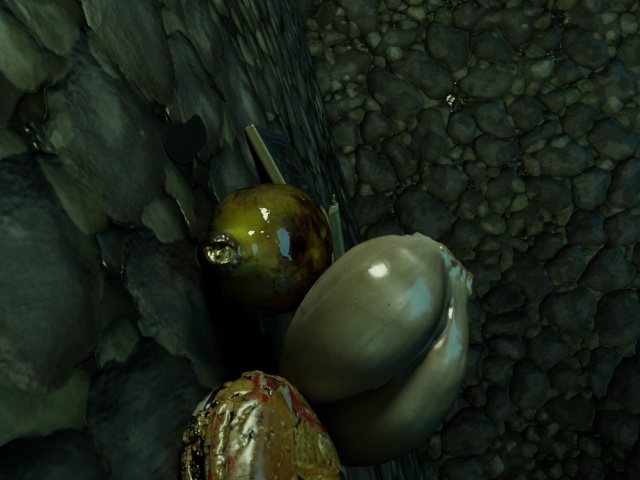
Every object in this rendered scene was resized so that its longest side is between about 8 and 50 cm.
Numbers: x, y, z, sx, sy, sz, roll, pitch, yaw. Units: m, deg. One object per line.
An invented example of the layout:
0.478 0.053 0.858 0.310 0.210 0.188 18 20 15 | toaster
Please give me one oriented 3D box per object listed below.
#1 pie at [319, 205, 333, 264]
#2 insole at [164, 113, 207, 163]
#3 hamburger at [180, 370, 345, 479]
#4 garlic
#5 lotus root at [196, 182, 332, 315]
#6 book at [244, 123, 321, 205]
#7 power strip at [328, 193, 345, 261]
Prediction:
0.003 -0.001 1.229 0.218 0.052 0.185 -44 117 -80 | pie
-0.172 -0.134 0.630 0.152 0.002 0.053 -85 157 -62 | insole
-0.049 0.237 0.475 0.231 0.107 0.230 -17 90 -72 | hamburger
0.027 0.143 0.626 0.231 0.340 0.245 34 30 -30 | garlic
-0.061 0.011 0.617 0.314 0.142 0.169 -28 106 -78 | lotus root
-0.069 -0.146 1.031 0.190 0.025 0.269 61 11 -2 | book
0.046 0.002 1.244 0.060 0.027 0.252 -84 165 -66 | power strip
